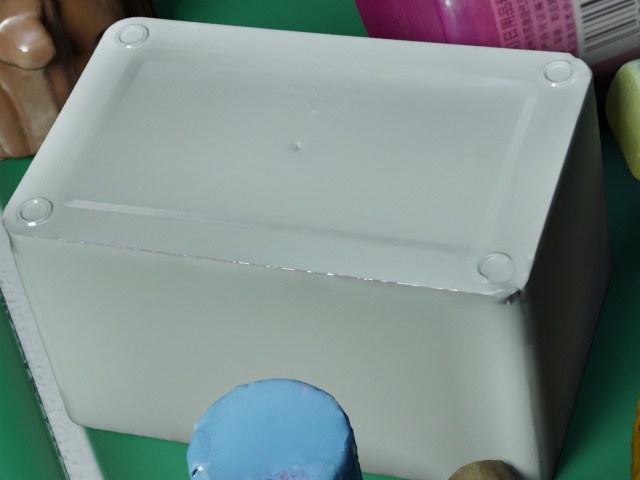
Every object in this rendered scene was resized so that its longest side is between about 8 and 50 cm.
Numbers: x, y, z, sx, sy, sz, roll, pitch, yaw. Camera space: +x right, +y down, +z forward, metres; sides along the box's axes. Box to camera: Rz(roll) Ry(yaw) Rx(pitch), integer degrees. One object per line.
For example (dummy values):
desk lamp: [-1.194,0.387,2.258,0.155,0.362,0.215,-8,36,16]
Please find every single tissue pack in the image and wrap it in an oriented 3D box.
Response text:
tissue pack: [-0.001,0.001,0.902,0.246,0.136,0.159,7,48,19]

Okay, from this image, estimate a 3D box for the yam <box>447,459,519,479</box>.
yam: [0.121,0.212,0.736,0.045,0.045,0.327,-43,43,15]

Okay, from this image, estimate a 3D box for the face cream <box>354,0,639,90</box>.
face cream: [0.121,-0.163,1.007,0.195,0.175,0.175,-21,46,-10]

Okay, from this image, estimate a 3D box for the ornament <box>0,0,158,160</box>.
ornament: [-0.193,-0.180,1.061,0.235,0.217,0.221,20,54,29]

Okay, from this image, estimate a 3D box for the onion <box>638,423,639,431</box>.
onion: [0.239,0.067,0.742,0.248,0.161,0.248,5,42,-5]

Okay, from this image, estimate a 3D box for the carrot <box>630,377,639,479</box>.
carrot: [0.183,0.029,0.886,0.066,0.066,0.314,2,46,14]

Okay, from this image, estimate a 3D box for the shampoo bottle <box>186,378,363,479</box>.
shampoo bottle: [0.004,0.146,0.671,0.104,0.258,0.061,-8,46,4]

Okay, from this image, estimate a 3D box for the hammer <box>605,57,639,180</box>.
hammer: [0.244,-0.069,0.935,0.226,0.041,0.158,-4,45,-20]
